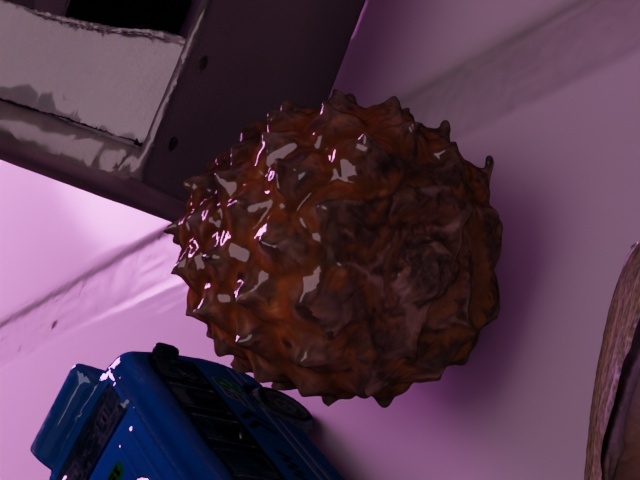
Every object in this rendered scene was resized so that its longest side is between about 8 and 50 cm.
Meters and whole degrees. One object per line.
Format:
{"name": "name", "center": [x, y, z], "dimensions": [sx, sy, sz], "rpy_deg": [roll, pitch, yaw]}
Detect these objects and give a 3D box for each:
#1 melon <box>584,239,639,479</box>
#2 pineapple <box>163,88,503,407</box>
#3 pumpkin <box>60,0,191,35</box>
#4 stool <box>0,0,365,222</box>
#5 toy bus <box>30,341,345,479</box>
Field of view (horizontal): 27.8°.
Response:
{"name": "melon", "center": [0.148, 0.063, 0.500], "dimensions": [0.139, 0.093, 0.202], "rpy_deg": [-74, -8, -61]}
{"name": "pineapple", "center": [0.000, 0.000, 0.665], "dimensions": [0.193, 0.166, 0.166], "rpy_deg": [13, 82, 56]}
{"name": "pumpkin", "center": [-0.208, -0.202, 1.064], "dimensions": [0.233, 0.163, 0.233], "rpy_deg": [-35, 44, 42]}
{"name": "stool", "center": [-0.121, -0.165, 0.829], "dimensions": [0.244, 0.170, 0.269], "rpy_deg": [19, 87, 26]}
{"name": "toy bus", "center": [-0.049, 0.152, 0.661], "dimensions": [0.113, 0.134, 0.246], "rpy_deg": [-61, 35, 9]}
